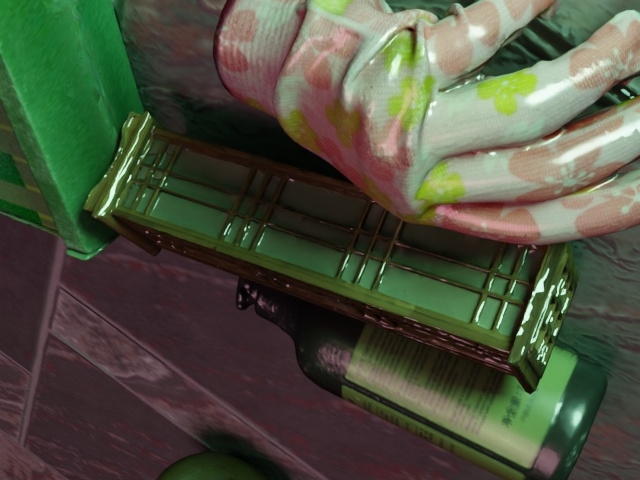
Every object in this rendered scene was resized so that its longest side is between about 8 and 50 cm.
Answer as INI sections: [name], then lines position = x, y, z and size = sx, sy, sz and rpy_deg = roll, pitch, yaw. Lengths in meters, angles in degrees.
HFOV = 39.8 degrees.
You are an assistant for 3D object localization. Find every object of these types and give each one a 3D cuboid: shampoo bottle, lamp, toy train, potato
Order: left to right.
[toy train]
position = -0.239, -0.131, 0.645
size = 0.202, 0.120, 0.301
rpy_deg = 18, 143, 20
[potato]
position = -0.125, 0.360, 1.135
size = 0.178, 0.160, 0.235
rpy_deg = 49, 165, 26
[lamp]
position = 0.000, 0.000, 0.592
size = 0.325, 0.090, 0.089
rpy_deg = 17, 167, 25
[shampoo bottle]
position = 0.060, 0.082, 0.653
size = 0.284, 0.101, 0.101
rpy_deg = 24, 145, 19

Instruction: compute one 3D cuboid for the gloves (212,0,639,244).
[gloves]
position = 0.071, -0.062, 0.450
size = 0.241, 0.126, 0.145
rpy_deg = 30, 145, 21
